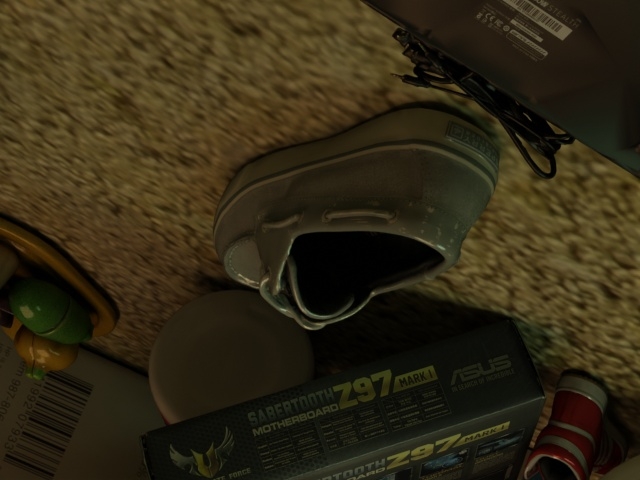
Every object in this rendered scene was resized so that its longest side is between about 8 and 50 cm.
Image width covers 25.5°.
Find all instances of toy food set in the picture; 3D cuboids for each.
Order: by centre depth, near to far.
[{"bbox_3d":[-0.238,0.038,1.001,0.128,0.071,0.218,5,150,31],"label":"toy food set"}]

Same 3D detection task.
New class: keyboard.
[{"bbox_3d":[0.077,-0.091,0.562,0.192,0.038,0.100,31,130,-17],"label":"keyboard"}]

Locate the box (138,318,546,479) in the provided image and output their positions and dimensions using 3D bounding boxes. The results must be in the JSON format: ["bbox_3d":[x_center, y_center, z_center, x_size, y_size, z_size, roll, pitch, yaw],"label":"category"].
[{"bbox_3d":[0.014,0.140,0.875,0.233,0.059,0.183,-17,154,-8],"label":"box"}]

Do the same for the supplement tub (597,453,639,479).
[{"bbox_3d":[0.274,0.283,0.894,0.235,0.235,0.325,6,151,30],"label":"supplement tub"}]

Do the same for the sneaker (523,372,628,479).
[{"bbox_3d":[0.161,0.138,0.890,0.042,0.067,0.118,12,153,29],"label":"sneaker"}]

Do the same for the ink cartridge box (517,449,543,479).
[{"bbox_3d":[0.117,0.159,1.013,0.083,0.028,0.048,21,155,1],"label":"ink cartridge box"}]

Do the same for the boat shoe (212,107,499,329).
[{"bbox_3d":[0.001,0.000,0.727,0.079,0.081,0.227,32,152,-22],"label":"boat shoe"}]

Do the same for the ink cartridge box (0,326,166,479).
[{"bbox_3d":[-0.193,0.261,1.156,0.395,0.285,0.166,26,156,-9],"label":"ink cartridge box"}]

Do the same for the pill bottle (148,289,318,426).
[{"bbox_3d":[-0.052,0.118,0.972,0.108,0.108,0.180,16,155,12],"label":"pill bottle"}]
